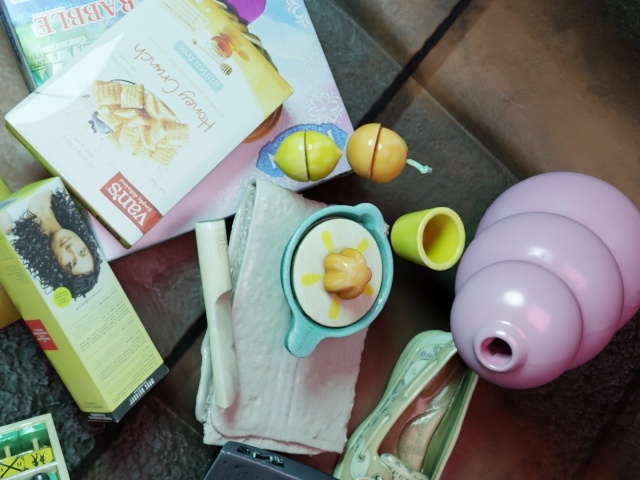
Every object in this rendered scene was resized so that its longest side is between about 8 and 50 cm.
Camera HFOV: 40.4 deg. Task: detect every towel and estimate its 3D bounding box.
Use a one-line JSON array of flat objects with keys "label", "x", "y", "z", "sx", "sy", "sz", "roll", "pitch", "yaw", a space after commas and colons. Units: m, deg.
[{"label": "towel", "x": -0.028, "y": 0.091, "z": 0.945, "sx": 0.187, "sy": 0.049, "sz": 0.282, "roll": 16, "pitch": 84, "yaw": -34}]

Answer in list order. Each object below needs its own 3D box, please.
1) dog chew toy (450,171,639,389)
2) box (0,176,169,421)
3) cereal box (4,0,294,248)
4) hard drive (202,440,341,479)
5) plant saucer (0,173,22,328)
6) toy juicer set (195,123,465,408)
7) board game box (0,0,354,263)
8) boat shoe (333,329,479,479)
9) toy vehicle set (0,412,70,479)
[{"label": "dog chew toy", "x": 0.243, "y": 0.050, "z": 0.948, "sx": 0.207, "sy": 0.206, "sz": 0.332, "roll": 60, "pitch": 35, "yaw": -4}, {"label": "box", "x": -0.241, "y": 0.061, "z": 0.847, "sx": 0.087, "sy": 0.058, "sz": 0.232, "roll": -47, "pitch": 119, "yaw": -44}, {"label": "cereal box", "x": -0.168, "y": -0.133, "z": 0.878, "sx": 0.173, "sy": 0.047, "sz": 0.240, "roll": 46, "pitch": 71, "yaw": -9}, {"label": "hard drive", "x": -0.022, "y": 0.314, "z": 0.903, "sx": 0.254, "sy": 0.054, "sz": 0.172, "roll": 28, "pitch": 109, "yaw": -10}, {"label": "plant saucer", "x": -0.464, "y": -0.017, "z": 0.809, "sx": 0.332, "sy": 0.081, "sz": 0.333, "roll": -31, "pitch": 94, "yaw": -22}, {"label": "toy juicer set", "x": 0.000, "y": 0.000, "z": 0.875, "sx": 0.329, "sy": 0.089, "sz": 0.209, "roll": -33, "pitch": 110, "yaw": -27}, {"label": "board game box", "x": -0.148, "y": -0.174, "z": 0.953, "sx": 0.318, "sy": 0.066, "sz": 0.318, "roll": -23, "pitch": 92, "yaw": -21}, {"label": "boat shoe", "x": 0.097, "y": 0.229, "z": 0.981, "sx": 0.104, "sy": 0.089, "sz": 0.285, "roll": 28, "pitch": 75, "yaw": -16}, {"label": "toy vehicle set", "x": -0.357, "y": 0.261, "z": 0.777, "sx": 0.267, "sy": 0.166, "sz": 0.035, "roll": -14, "pitch": 130, "yaw": -22}]
